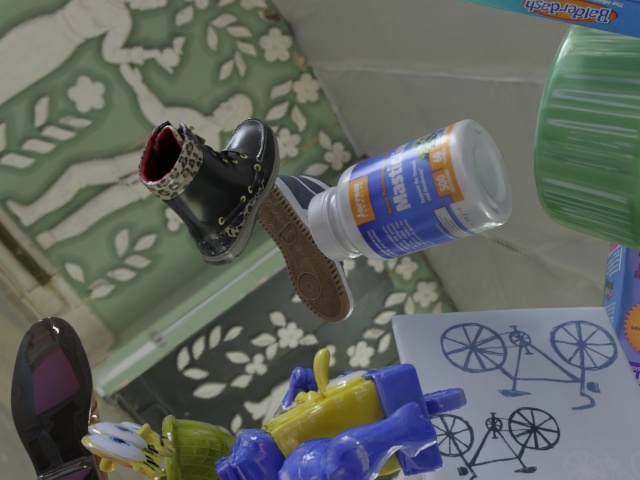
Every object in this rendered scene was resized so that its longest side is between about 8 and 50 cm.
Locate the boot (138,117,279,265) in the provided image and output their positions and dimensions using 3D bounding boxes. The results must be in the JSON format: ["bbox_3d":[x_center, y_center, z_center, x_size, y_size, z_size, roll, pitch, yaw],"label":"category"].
[{"bbox_3d":[-0.138,-0.108,0.884,0.085,0.236,0.178,-1,-32,26],"label":"boot"}]

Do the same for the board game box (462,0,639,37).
[{"bbox_3d":[0.235,-0.270,0.595,0.210,0.160,0.047,15,-15,5],"label":"board game box"}]

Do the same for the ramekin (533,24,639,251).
[{"bbox_3d":[0.369,-0.135,0.770,0.148,0.303,0.303,19,-30,38],"label":"ramekin"}]

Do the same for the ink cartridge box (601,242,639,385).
[{"bbox_3d":[0.663,0.164,1.229,0.270,0.395,0.151,9,-11,14],"label":"ink cartridge box"}]

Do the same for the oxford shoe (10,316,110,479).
[{"bbox_3d":[-0.252,0.182,0.667,0.076,0.076,0.212,122,-44,-79],"label":"oxford shoe"}]

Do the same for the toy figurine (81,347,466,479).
[{"bbox_3d":[0.002,0.166,0.452,0.191,0.217,0.362,65,-14,10],"label":"toy figurine"}]

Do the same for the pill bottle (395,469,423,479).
[{"bbox_3d":[0.313,0.451,1.013,0.408,0.229,0.229,29,-17,21],"label":"pill bottle"}]

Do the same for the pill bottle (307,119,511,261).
[{"bbox_3d":[0.119,-0.057,0.969,0.152,0.272,0.152,29,51,-45],"label":"pill bottle"}]

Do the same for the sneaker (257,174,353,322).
[{"bbox_3d":[0.000,0.000,1.157,0.153,0.099,0.282,-15,70,-54],"label":"sneaker"}]

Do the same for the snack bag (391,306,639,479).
[{"bbox_3d":[0.272,0.222,0.858,0.342,0.323,0.037,-96,-174,-46],"label":"snack bag"}]
